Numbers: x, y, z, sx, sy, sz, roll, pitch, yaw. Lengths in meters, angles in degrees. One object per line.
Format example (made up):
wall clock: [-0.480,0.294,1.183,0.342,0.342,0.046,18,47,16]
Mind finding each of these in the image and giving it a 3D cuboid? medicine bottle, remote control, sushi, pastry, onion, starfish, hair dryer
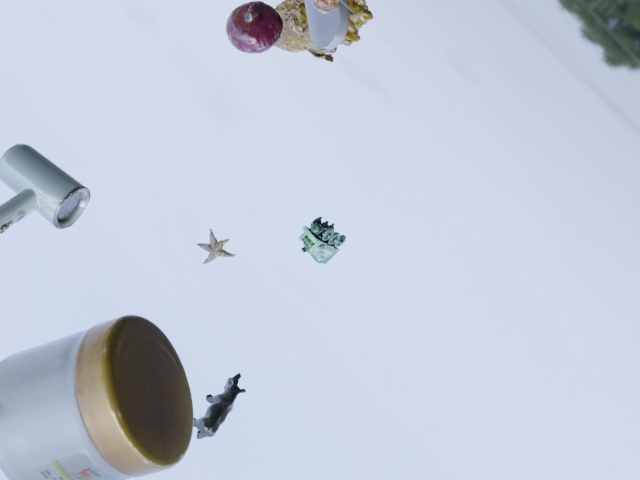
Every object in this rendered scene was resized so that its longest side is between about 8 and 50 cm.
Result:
medicine bottle: [-0.346,0.255,1.790,0.238,0.232,0.238,52,-153,-41]
remote control: [0.000,-0.382,1.660,0.022,0.077,0.245,4,-113,-33]
sushi: [-0.019,-0.296,1.360,0.139,0.031,0.201,39,-169,-23]
pastry: [-0.006,-0.426,2.334,0.154,0.102,0.250,13,172,-29]
onion: [-0.122,-0.396,2.187,0.097,0.107,0.107,79,165,-54]
starfish: [-0.228,0.022,2.585,0.092,0.086,0.016,21,-153,5]
hair dryer: [-0.455,-0.037,1.672,0.131,0.073,0.236,36,-128,16]

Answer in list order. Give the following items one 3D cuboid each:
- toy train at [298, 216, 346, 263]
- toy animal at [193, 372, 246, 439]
toy train: [0.000,0.000,1.573,0.033,0.053,0.083,49,-169,24]
toy animal: [-0.175,0.289,2.084,0.047,0.065,0.136,46,-119,-15]
